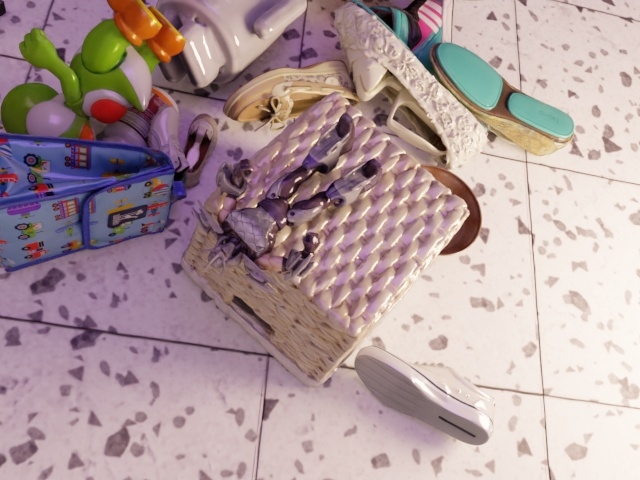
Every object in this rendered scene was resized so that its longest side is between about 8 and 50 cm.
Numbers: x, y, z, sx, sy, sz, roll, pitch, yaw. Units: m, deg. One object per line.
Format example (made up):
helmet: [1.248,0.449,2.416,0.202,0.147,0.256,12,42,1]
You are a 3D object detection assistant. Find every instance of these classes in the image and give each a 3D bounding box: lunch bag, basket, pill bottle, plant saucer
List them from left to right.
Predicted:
lunch bag: [-0.361,-0.069,1.141,0.293,0.221,0.138,-7,67,-18]
pill bottle: [-0.328,-0.199,1.293,0.086,0.086,0.152,31,61,1]
basket: [0.000,0.000,1.182,0.328,0.266,0.331,42,63,7]
plant saucer: [0.212,-0.053,1.393,0.199,0.036,0.198,6,62,-12]

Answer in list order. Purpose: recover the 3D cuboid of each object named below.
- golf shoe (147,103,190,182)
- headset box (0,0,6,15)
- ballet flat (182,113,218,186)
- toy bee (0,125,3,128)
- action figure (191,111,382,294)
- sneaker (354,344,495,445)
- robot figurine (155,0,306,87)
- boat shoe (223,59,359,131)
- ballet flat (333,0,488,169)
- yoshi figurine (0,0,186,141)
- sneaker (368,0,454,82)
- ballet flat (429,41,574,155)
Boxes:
golf shoe: [-0.256,-0.148,1.260,0.086,0.069,0.176,8,91,25]
headset box: [-0.640,-0.441,1.361,0.083,0.032,0.062,36,61,6]
ballet flat: [-0.221,-0.174,1.327,0.057,0.052,0.168,14,61,-9]
toy bee: [-0.633,-0.175,1.147,0.298,0.195,0.162,-52,40,6]
action figure: [-0.050,-0.049,0.988,0.285,0.099,0.185,-39,89,-22]
sneaker: [0.176,0.245,1.216,0.258,0.094,0.091,33,42,-2]
robot figurine: [-0.172,-0.441,1.389,0.300,0.199,0.353,19,56,29]
boat shoe: [-0.049,-0.274,1.394,0.285,0.104,0.089,-22,76,-27]
ballet flat: [0.157,-0.294,1.424,0.409,0.147,0.147,43,61,-4]
yoshi figurine: [-0.410,-0.265,1.211,0.362,0.203,0.203,-46,116,8]
sneaker: [0.180,-0.478,1.554,0.178,0.124,0.295,13,62,-19]
ballet flat: [0.354,-0.277,1.494,0.349,0.123,0.123,28,60,-8]
